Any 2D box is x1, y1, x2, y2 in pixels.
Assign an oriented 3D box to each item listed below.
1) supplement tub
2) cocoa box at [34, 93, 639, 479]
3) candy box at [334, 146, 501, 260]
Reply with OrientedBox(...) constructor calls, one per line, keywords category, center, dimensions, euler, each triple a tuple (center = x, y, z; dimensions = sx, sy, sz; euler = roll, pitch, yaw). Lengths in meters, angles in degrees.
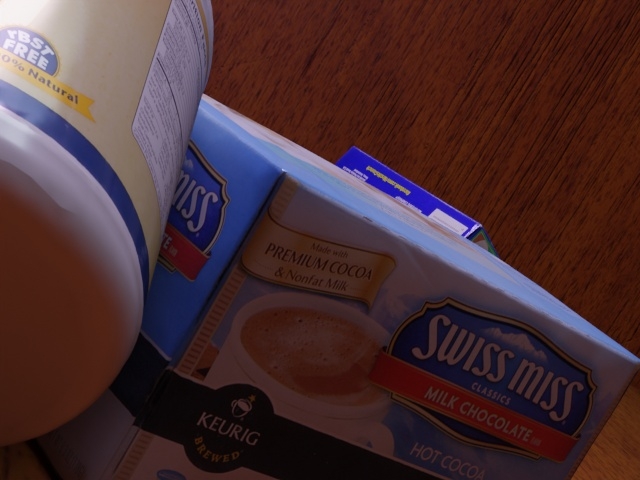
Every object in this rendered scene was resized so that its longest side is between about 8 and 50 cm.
OrientedBox(category="supplement tub", center=(-0.180, -0.074, 0.764), dimensions=(0.228, 0.228, 0.316), euler=(29, 39, -18))
OrientedBox(category="cocoa box", center=(-0.007, 0.073, 0.975), dimensions=(0.347, 0.228, 0.231), euler=(27, 7, -37))
OrientedBox(category="candy box", center=(0.139, 0.068, 1.800), dimensions=(0.268, 0.122, 0.317), euler=(36, -14, 50))
